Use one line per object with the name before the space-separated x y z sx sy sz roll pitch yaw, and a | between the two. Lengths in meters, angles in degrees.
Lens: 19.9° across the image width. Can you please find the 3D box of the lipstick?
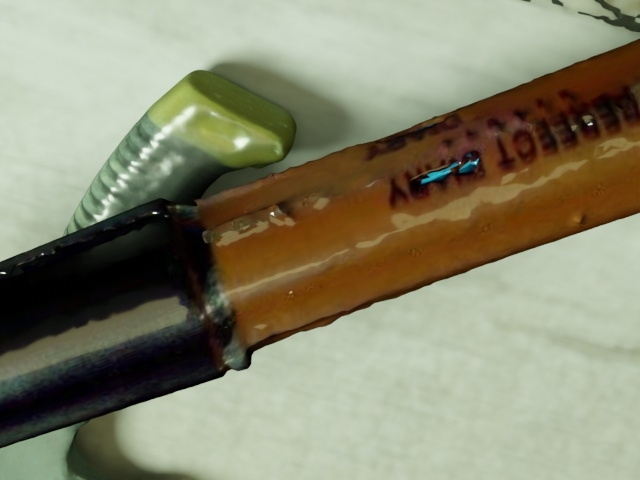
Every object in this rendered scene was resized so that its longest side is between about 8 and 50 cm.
lipstick | 0.000 0.000 0.730 0.418 0.077 0.077 -20 109 0

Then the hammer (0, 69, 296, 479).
hammer | -0.096 0.025 0.805 0.159 0.041 0.226 29 111 -9
